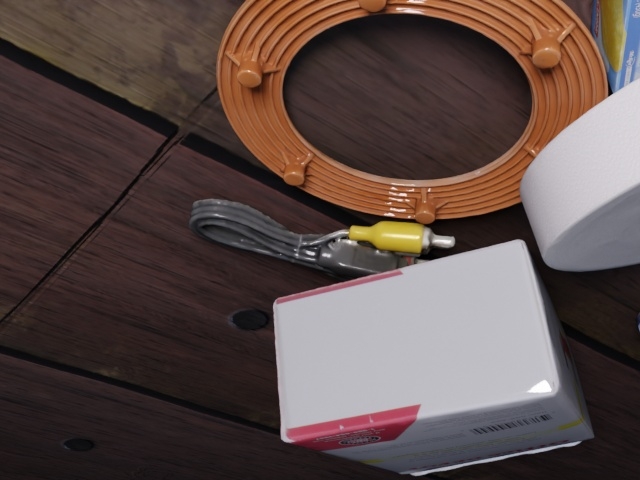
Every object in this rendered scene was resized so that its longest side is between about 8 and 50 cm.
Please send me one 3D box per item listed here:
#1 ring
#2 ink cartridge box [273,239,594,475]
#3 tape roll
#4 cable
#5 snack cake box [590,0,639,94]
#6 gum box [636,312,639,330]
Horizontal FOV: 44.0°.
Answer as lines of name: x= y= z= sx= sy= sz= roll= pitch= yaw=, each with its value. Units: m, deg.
ring: x=0.072 y=-0.108 z=0.690 sx=0.336 sy=0.032 sz=0.336 roll=7 pitch=148 yaw=4
ink cartridge box: x=0.150 y=0.163 z=0.936 sx=0.279 sy=0.160 sz=0.384 roll=-16 pitch=154 yaw=17
tape roll: x=0.364 y=-0.075 z=0.659 sx=0.392 sy=0.072 sz=0.392 roll=-14 pitch=162 yaw=-5
cable: x=0.000 y=0.000 z=0.887 sx=0.287 sy=0.072 sz=0.139 roll=14 pitch=158 yaw=-2
snack cake box: x=0.281 y=-0.233 z=0.543 sx=0.152 sy=0.089 sz=0.264 roll=-8 pitch=143 yaw=8
gum box: x=0.516 y=0.070 z=0.994 sx=0.184 sy=0.041 sz=0.157 roll=-1 pitch=143 yaw=-1
